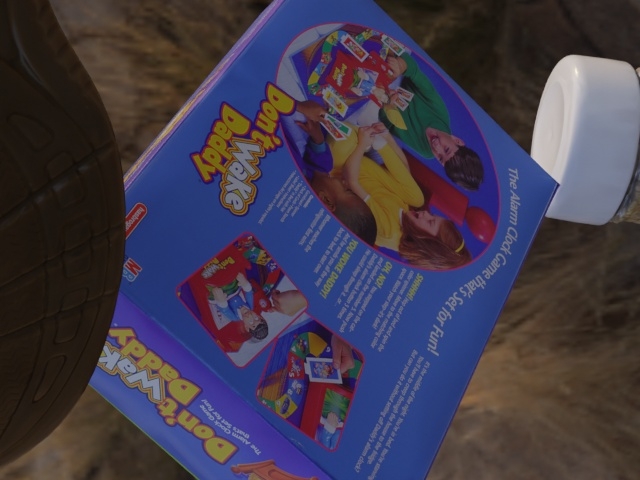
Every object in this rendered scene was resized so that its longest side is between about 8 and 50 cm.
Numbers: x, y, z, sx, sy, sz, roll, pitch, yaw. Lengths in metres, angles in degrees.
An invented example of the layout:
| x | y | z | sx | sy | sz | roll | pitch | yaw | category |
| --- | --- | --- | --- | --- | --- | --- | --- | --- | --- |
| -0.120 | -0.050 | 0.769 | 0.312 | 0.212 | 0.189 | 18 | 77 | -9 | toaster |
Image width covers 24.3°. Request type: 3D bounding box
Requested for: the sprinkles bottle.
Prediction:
| x | y | z | sx | sy | sz | roll | pitch | yaw | category |
| --- | --- | --- | --- | --- | --- | --- | --- | --- | --- |
| 0.340 | -0.054 | 1.098 | 0.121 | 0.355 | 0.121 | -172 | 90 | -84 | sprinkles bottle |

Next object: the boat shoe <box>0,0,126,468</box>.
| x | y | z | sx | sy | sz | roll | pitch | yaw | category |
| --- | --- | --- | --- | --- | --- | --- | --- | --- | --- |
| -0.157 | -0.060 | 0.555 | 0.110 | 0.121 | 0.341 | 31 | 135 | 39 | boat shoe |

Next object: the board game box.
| x | y | z | sx | sy | sz | roll | pitch | yaw | category |
| --- | --- | --- | --- | --- | --- | --- | --- | --- | --- |
| 0.000 | 0.000 | 0.916 | 0.233 | 0.347 | 0.078 | 43 | 132 | -10 | board game box |
